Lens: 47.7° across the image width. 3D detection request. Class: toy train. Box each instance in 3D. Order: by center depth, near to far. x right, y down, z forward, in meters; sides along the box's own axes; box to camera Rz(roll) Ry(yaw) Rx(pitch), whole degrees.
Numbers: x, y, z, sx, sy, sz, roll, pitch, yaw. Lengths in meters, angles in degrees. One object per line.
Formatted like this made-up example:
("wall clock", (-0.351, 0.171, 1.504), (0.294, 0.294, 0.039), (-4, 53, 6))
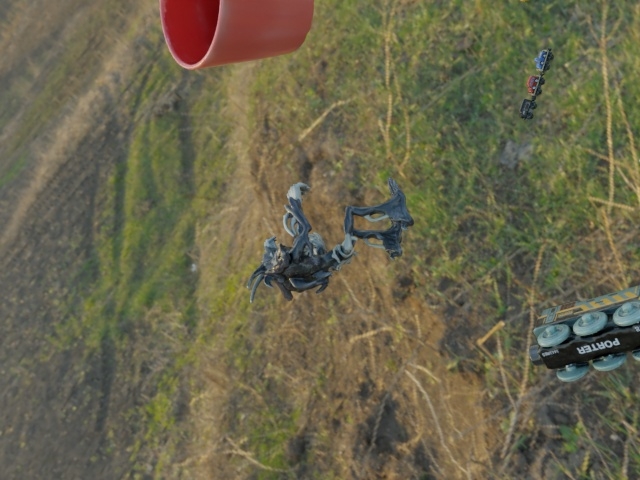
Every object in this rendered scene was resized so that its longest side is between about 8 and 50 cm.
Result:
("toy train", (0.460, -0.336, 1.552), (0.027, 0.036, 0.158), (-98, 24, -76))
("toy train", (0.625, 0.192, 1.601), (0.334, 0.142, 0.190), (-25, 14, 36))

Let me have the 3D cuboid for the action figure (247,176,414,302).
("action figure", (0.000, 0.000, 1.142), (0.276, 0.164, 0.141), (-20, 53, -12))

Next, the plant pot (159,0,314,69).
("plant pot", (-0.164, -0.488, 1.487), (0.275, 0.243, 0.275), (13, 107, 51))
